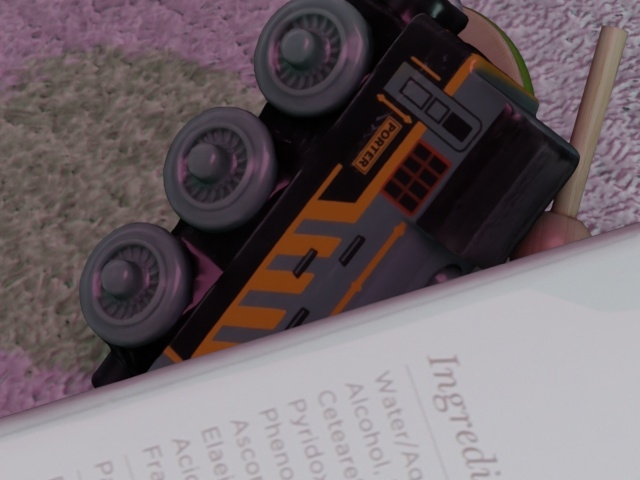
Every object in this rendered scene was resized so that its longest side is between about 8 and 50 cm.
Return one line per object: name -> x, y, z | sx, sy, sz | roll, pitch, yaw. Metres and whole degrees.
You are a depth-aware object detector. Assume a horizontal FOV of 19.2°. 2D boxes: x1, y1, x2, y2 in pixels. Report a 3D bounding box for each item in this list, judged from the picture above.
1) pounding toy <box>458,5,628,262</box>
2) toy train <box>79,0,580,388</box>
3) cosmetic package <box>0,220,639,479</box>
pounding toy -> 0.105, -0.052, 1.235 | 0.236, 0.110, 0.183 | 10, 82, 41
toy train -> 0.000, 0.000, 1.134 | 0.190, 0.142, 0.334 | 42, 97, 31
cosmetic package -> 0.059, 0.214, 0.896 | 0.393, 0.329, 0.327 | -17, 75, -10
